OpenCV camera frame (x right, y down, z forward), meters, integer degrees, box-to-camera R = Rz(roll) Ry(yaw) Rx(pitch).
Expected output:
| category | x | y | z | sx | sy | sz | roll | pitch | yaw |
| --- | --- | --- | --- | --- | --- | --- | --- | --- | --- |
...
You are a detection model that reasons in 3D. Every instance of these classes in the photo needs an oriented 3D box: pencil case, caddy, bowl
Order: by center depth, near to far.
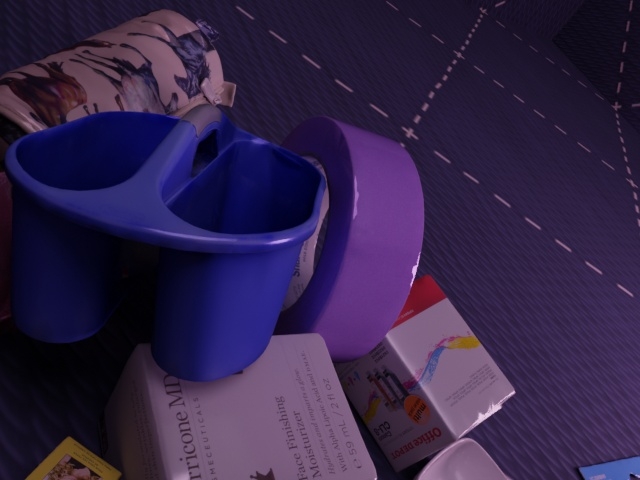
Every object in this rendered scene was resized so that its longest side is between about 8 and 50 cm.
| category | x | y | z | sx | sy | sz | roll | pitch | yaw |
| --- | --- | --- | --- | --- | --- | --- | --- | --- | --- |
| caddy | -0.123 | -0.035 | 0.525 | 0.241 | 0.179 | 0.341 | 15 | 21 | -2 |
| bowl | 0.168 | 0.315 | 0.664 | 0.142 | 0.053 | 0.142 | -15 | 61 | -45 |
| pencil case | -0.267 | -0.170 | 0.738 | 0.183 | 0.160 | 0.410 | 18 | 37 | 8 |

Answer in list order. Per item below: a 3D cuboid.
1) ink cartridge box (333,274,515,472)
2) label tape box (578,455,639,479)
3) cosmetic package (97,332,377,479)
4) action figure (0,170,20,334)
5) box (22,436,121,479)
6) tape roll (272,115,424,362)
| category | x | y | z | sx | sy | sz | roll | pitch | yaw |
| --- | --- | --- | --- | --- | --- | --- | --- | --- | --- |
| ink cartridge box | 0.114 | 0.160 | 0.706 | 0.127 | 0.128 | 0.176 | -20 | 67 | -40 |
| label tape box | 0.542 | 0.441 | 0.783 | 0.240 | 0.106 | 0.334 | 7 | 47 | -34 |
| cosmetic package | -0.082 | 0.188 | 0.518 | 0.183 | 0.151 | 0.151 | 3 | 48 | -36 |
| action figure | -0.335 | 0.019 | 0.388 | 0.248 | 0.276 | 0.370 | 16 | 11 | 1 |
| box | -0.211 | 0.221 | 0.359 | 0.058 | 0.087 | 0.232 | 36 | 7 | -3 |
| tape roll | 0.000 | 0.000 | 0.676 | 0.090 | 0.275 | 0.275 | 13 | 44 | -28 |
